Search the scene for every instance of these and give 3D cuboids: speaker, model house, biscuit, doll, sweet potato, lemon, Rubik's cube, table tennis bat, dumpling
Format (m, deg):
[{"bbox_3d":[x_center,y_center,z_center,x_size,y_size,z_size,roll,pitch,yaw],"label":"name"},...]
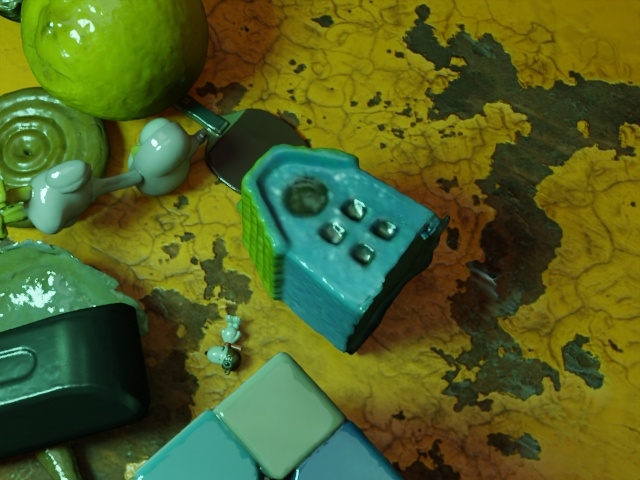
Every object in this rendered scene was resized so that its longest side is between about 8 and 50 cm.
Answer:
[{"bbox_3d":[-0.449,0.193,1.193,0.389,0.184,0.180,-16,64,1],"label":"speaker"},{"bbox_3d":[0.000,0.000,1.311,0.303,0.237,0.215,33,69,10],"label":"model house"},{"bbox_3d":[-0.470,-0.141,1.417,0.262,0.037,0.261,-1,66,2],"label":"biscuit"},{"bbox_3d":[-0.138,0.161,1.343,0.058,0.040,0.085,27,70,17],"label":"doll"},{"bbox_3d":[-0.358,0.345,1.250,0.050,0.050,0.214,-31,75,-14],"label":"sweet potato"},{"bbox_3d":[-0.321,-0.329,1.377,0.297,0.297,0.296,1,69,-4],"label":"lemon"},{"bbox_3d":[-0.066,0.399,1.094,0.344,0.347,0.346,-41,77,-16],"label":"Rubik's cube"},{"bbox_3d":[-0.319,-0.096,1.328,0.365,0.160,0.094,-30,75,-33],"label":"doll"},{"bbox_3d":[-0.143,-0.171,1.476,0.274,0.021,0.154,36,71,7],"label":"table tennis bat"},{"bbox_3d":[-0.429,0.071,1.328,0.333,0.086,0.165,1,102,-4],"label":"dumpling"}]

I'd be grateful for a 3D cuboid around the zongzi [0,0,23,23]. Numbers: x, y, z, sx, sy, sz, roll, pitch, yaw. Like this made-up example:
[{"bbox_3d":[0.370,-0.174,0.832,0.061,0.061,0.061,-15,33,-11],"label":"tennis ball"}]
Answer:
[{"bbox_3d":[-0.644,-0.443,1.495,0.318,0.154,0.289,-35,79,5],"label":"zongzi"}]
